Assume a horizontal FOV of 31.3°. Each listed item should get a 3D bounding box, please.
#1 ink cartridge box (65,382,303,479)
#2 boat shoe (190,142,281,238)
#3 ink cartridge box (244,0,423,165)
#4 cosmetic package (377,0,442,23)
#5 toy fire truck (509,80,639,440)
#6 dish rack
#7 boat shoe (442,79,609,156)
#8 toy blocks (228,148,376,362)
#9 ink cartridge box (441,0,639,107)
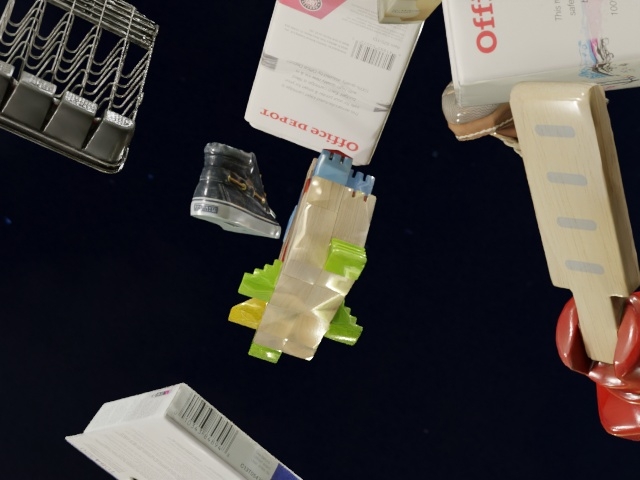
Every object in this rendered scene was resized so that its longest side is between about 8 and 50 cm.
[{"bbox_3d":[-0.183,0.350,1.728,0.324,0.330,0.071,42,-123,-21],"label":"ink cartridge box"},{"bbox_3d":[-0.084,-0.053,1.278,0.183,0.065,0.083,26,-107,-71],"label":"boat shoe"},{"bbox_3d":[0.024,-0.277,1.683,0.117,0.207,0.283,-69,0,-48],"label":"ink cartridge box"},{"bbox_3d":[0.108,-0.295,1.380,0.060,0.115,0.041,-2,-94,-8],"label":"cosmetic package"},{"bbox_3d":[0.206,0.020,0.542,0.246,0.217,0.158,19,-116,-46],"label":"toy fire truck"},{"bbox_3d":[-0.304,-0.222,1.384,0.208,0.271,0.074,25,-51,-20],"label":"dish rack"},{"bbox_3d":[0.240,-0.149,1.237,0.324,0.123,0.116,-28,-75,-50],"label":"boat shoe"},{"bbox_3d":[0.000,0.000,1.733,0.191,0.381,0.260,18,-121,-4],"label":"toy blocks"},{"bbox_3d":[0.205,-0.202,0.844,0.233,0.168,0.171,-6,-91,7],"label":"ink cartridge box"}]
